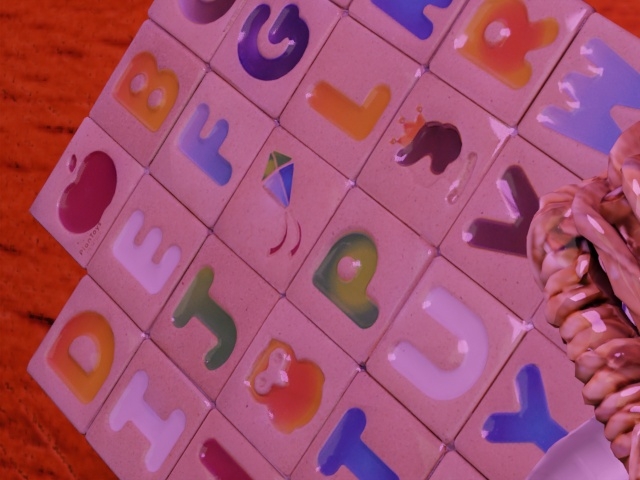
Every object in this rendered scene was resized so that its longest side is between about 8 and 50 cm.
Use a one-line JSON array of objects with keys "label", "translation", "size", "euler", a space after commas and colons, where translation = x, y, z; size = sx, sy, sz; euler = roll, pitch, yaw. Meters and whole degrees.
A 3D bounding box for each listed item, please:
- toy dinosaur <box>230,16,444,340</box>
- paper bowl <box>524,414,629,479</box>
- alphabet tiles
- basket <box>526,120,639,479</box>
[{"label": "toy dinosaur", "translation": [-0.004, -0.043, 0.827], "size": [0.160, 0.121, 0.313], "euler": [-44, 56, 5]}, {"label": "paper bowl", "translation": [0.155, 0.175, 0.528], "size": [0.284, 0.148, 0.284], "euler": [2, 93, 45]}, {"label": "alphabet tiles", "translation": [0.000, 0.000, 0.746], "size": [0.342, 0.011, 0.285], "euler": [41, 103, 41]}, {"label": "basket", "translation": [0.230, 0.057, 0.405], "size": [0.223, 0.213, 0.299], "euler": [-43, 60, 26]}]
